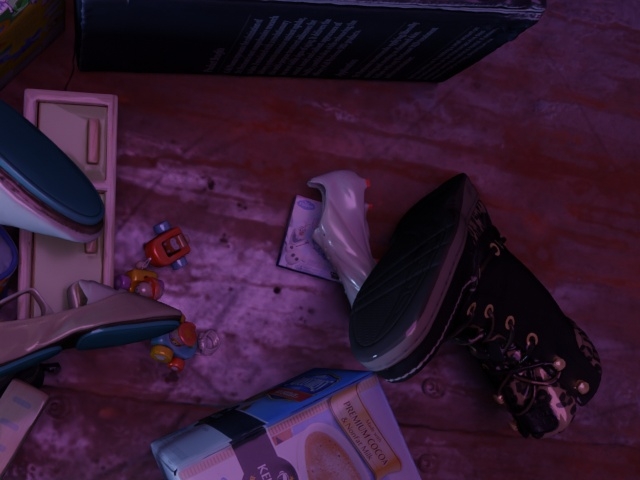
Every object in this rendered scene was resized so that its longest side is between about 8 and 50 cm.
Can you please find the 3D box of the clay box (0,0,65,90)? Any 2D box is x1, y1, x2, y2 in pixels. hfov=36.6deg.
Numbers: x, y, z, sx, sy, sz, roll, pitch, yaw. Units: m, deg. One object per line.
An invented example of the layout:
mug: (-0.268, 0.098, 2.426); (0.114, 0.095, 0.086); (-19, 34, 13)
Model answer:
clay box: (-0.330, -0.230, 1.022); (0.053, 0.222, 0.127); (44, 75, -6)

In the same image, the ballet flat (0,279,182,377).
ballet flat: (-0.260, 0.080, 0.978); (0.248, 0.086, 0.086); (-14, 87, -33)

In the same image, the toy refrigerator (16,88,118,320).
toy refrigerator: (-0.282, -0.026, 1.076); (0.102, 0.094, 0.269); (2, 83, -17)

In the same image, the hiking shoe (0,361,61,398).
hiking shoe: (-0.378, 0.203, 1.030); (0.227, 0.086, 0.114); (-46, 133, 6)

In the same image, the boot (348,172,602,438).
boot: (0.185, 0.106, 1.087); (0.138, 0.377, 0.284); (-35, 101, 25)

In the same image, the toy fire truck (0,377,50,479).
toy fire truck: (-0.301, 0.291, 0.980); (0.217, 0.158, 0.246); (18, 117, -12)

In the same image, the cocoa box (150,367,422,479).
cocoa box: (-0.002, 0.336, 1.039); (0.228, 0.231, 0.347); (-23, 91, -16)

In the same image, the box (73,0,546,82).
box: (-0.036, -0.445, 1.083); (0.472, 0.297, 0.479); (0, 85, -16)

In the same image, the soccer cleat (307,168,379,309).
soccer cleat: (0.029, 0.013, 1.151); (0.076, 0.068, 0.196); (-6, 79, -11)

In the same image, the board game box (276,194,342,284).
board game box: (0.000, 0.000, 1.186); (0.090, 0.020, 0.090); (17, 81, -12)

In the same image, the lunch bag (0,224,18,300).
lunch bag: (-0.474, 0.029, 0.971); (0.243, 0.115, 0.303); (45, 52, 4)

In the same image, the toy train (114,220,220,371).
toy train: (-0.162, 0.062, 1.100); (0.125, 0.046, 0.166); (-28, 97, -48)

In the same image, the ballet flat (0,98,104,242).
ballet flat: (-0.389, -0.118, 0.950); (0.400, 0.139, 0.139); (44, 76, -9)
